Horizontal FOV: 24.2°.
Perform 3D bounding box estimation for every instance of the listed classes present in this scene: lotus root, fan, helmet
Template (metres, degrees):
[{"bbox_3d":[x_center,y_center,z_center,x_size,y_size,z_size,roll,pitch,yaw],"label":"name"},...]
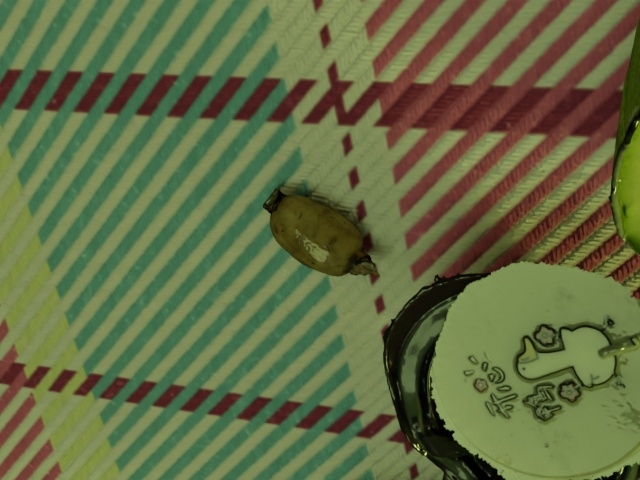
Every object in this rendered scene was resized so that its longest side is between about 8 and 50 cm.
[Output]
[{"bbox_3d":[0.000,0.000,1.617,0.152,0.063,0.072,32,123,9],"label":"lotus root"},{"bbox_3d":[0.286,0.096,1.384,0.414,0.012,0.233,-26,100,24],"label":"fan"},{"bbox_3d":[0.210,0.139,1.526,0.225,0.177,0.305,-29,97,26],"label":"helmet"}]

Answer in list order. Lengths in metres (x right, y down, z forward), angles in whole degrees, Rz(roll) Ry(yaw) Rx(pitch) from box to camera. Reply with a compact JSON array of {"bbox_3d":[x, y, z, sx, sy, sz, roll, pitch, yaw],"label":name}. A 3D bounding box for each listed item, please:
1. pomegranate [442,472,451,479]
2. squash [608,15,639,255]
[{"bbox_3d":[0.196,0.276,1.650,0.148,0.169,0.149,-2,81,15],"label":"pomegranate"},{"bbox_3d":[0.361,-0.052,1.273,0.233,0.210,0.309,6,123,4],"label":"squash"}]
